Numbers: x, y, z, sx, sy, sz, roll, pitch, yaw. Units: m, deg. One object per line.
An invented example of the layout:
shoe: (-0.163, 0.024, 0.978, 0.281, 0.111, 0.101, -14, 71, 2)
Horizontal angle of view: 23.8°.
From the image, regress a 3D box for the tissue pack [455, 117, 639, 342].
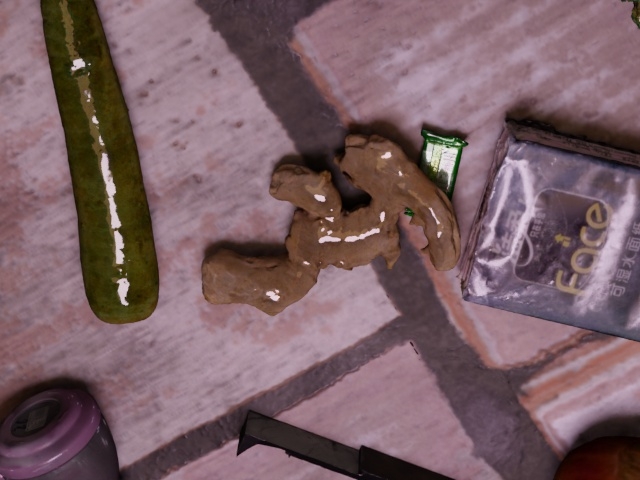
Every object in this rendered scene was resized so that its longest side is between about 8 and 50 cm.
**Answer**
tissue pack: (0.262, -0.003, 1.421, 0.235, 0.073, 0.173, 14, 110, -4)

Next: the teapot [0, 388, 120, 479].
teapot: (-0.265, 0.235, 1.518, 0.148, 0.116, 0.146, -23, 119, 6)

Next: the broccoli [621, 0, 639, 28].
broccoli: (0.339, -0.256, 1.217, 0.269, 0.269, 0.254, -9, 104, 6)

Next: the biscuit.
biscuit: (0.109, -0.061, 1.435, 0.046, 0.016, 0.089, 10, 111, 0)

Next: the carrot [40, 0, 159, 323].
carrot: (-0.207, -0.092, 1.411, 0.074, 0.074, 0.358, -6, 108, 5)

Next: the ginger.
ginger: (-0.002, -0.015, 1.438, 0.258, 0.065, 0.149, -15, 98, 14)

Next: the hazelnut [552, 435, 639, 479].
hazelnut: (0.314, 0.280, 1.491, 0.204, 0.178, 0.178, 39, 108, -12)

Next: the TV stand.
TV stand: (0.041, 0.238, 1.538, 0.256, 0.049, 0.040, 21, 113, -6)
